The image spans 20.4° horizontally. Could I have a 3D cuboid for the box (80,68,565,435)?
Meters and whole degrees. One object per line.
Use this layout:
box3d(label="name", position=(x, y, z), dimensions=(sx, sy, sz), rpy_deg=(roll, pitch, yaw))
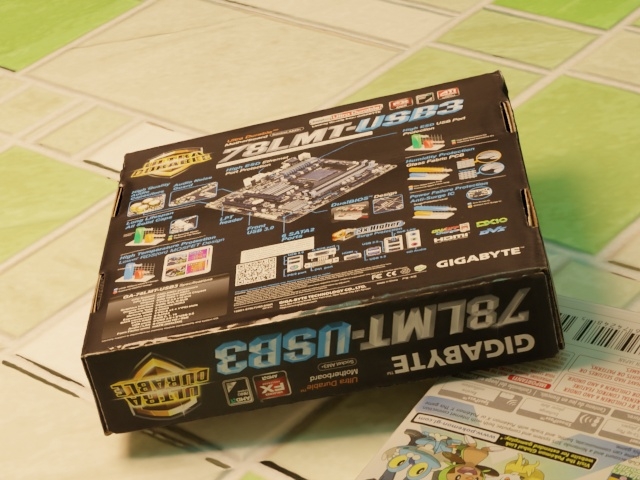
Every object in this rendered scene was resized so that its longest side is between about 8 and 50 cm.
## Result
box3d(label="box", position=(0.000, 0.000, 1.200), dimensions=(0.295, 0.073, 0.293), rpy_deg=(-11, 27, 5))

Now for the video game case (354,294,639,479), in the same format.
box3d(label="video game case", position=(0.193, 0.147, 0.995), dimensions=(0.329, 0.036, 0.300), rpy_deg=(13, 37, 29))
